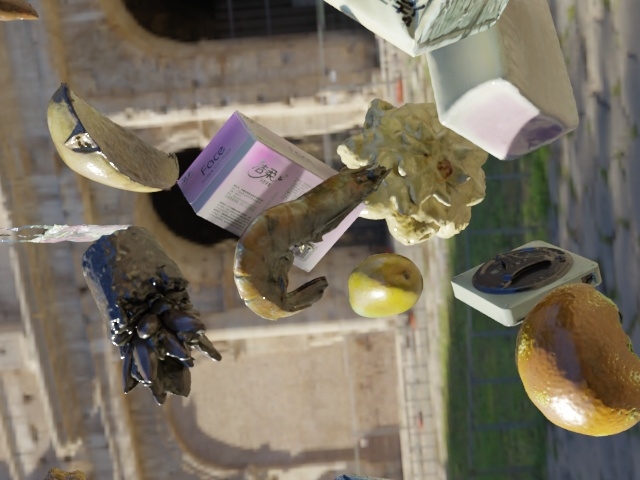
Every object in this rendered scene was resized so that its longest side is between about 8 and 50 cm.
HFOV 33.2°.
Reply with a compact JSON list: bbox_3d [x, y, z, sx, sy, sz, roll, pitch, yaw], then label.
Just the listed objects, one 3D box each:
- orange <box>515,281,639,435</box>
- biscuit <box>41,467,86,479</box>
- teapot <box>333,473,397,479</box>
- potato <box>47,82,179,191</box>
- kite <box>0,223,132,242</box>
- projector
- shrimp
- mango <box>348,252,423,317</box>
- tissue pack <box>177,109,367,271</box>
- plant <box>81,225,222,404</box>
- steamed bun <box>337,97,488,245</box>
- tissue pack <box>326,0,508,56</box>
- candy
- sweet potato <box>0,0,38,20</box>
[{"bbox_3d":[0.386,0.187,1.635,0.179,0.158,0.237,-40,65,52],"label":"orange"},{"bbox_3d":[-0.389,0.458,1.666,0.036,0.166,0.225,-85,-26,-76],"label":"biscuit"},{"bbox_3d":[0.105,0.519,1.825,0.163,0.178,0.221,54,-145,-42],"label":"teapot"},{"bbox_3d":[-0.329,-0.118,1.627,0.261,0.100,0.120,36,-145,-50],"label":"potato"},{"bbox_3d":[-0.609,-0.014,2.417,0.204,0.360,0.022,-18,79,47],"label":"kite"},{"bbox_3d":[0.466,0.085,2.465,0.259,0.257,0.079,30,140,64],"label":"projector"},{"bbox_3d":[0.000,0.000,1.482,0.058,0.296,0.169,24,134,44],"label":"shrimp"},{"bbox_3d":[0.107,0.082,1.865,0.195,0.130,0.091,137,140,-58],"label":"mango"},{"bbox_3d":[-0.067,-0.071,1.596,0.246,0.148,0.092,29,-161,-41],"label":"tissue pack"},{"bbox_3d":[-0.327,0.141,2.010,0.320,0.194,0.181,57,162,24],"label":"plant"},{"bbox_3d":[0.178,-0.135,1.970,0.295,0.292,0.137,66,157,-2],"label":"steamed bun"},{"bbox_3d":[0.065,-0.442,1.430,0.332,0.405,0.205,-32,-26,-58],"label":"tissue pack"},{"bbox_3d":[0.269,-0.320,1.711,0.208,0.145,0.358,20,-130,-41],"label":"candy"},{"bbox_3d":[-0.587,-0.399,1.758,0.057,0.265,0.057,-15,71,52],"label":"sweet potato"}]
